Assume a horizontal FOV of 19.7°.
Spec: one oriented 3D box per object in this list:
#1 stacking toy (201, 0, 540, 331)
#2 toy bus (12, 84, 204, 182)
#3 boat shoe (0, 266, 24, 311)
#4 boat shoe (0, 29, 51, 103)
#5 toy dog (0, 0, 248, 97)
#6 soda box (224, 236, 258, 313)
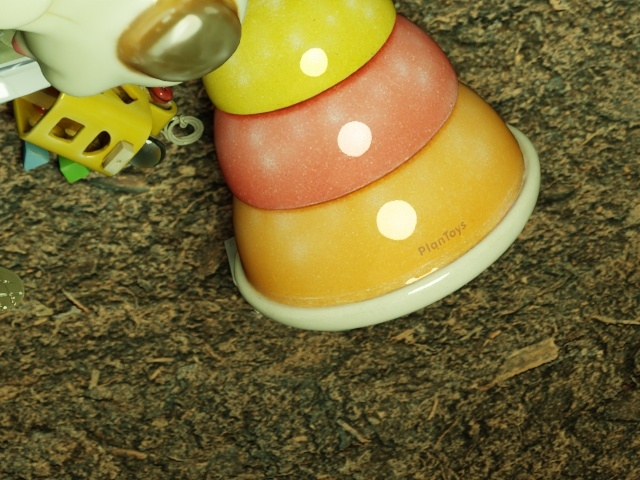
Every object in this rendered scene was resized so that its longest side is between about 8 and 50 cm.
[{"bbox_3d":[-0.005,-0.180,1.873,0.350,0.350,0.480,-22,119,6],"label":"stacking toy"},{"bbox_3d":[-0.225,-0.121,1.949,0.202,0.104,0.191,-12,138,-4],"label":"toy bus"},{"bbox_3d":[-0.431,0.066,2.119,0.178,0.064,0.060,-7,167,-8],"label":"boat shoe"},{"bbox_3d":[-0.273,-0.194,1.758,0.302,0.109,0.094,-24,100,-20],"label":"boat shoe"},{"bbox_3d":[-0.227,-0.296,1.519,0.395,0.284,0.408,-37,121,4],"label":"toy dog"},{"bbox_3d":[0.000,0.000,2.169,0.216,0.074,0.069,-24,137,9],"label":"soda box"}]
